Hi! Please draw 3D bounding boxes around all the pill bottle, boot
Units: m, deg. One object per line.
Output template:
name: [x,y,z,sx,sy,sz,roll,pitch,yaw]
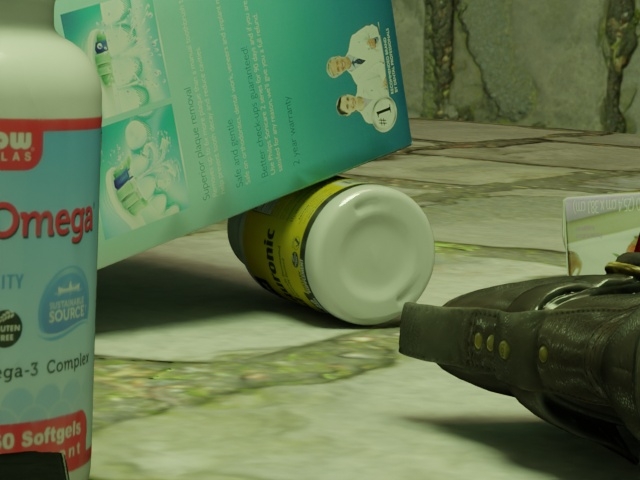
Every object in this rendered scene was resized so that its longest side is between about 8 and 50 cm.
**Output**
pill bottle: [0.000,0.000,0.862,0.065,0.065,0.116,-1,8,-26]
pill bottle: [-0.104,-0.009,0.496,0.087,0.160,0.087,2,7,0]
boot: [0.170,0.038,0.555,0.263,0.091,0.229,9,-2,-8]

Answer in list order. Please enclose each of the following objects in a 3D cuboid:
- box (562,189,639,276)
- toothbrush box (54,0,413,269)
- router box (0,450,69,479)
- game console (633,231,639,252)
box: [0.260,0.001,0.773,0.324,0.063,0.067,-3,3,36]
toothbrush box: [-0.139,-0.067,0.831,0.295,0.126,0.216,-24,22,-37]
router box: [-0.102,0.074,0.288,0.133,0.046,0.179,1,7,-11]
game console: [0.192,-0.007,0.654,0.144,0.124,0.085,17,10,9]
